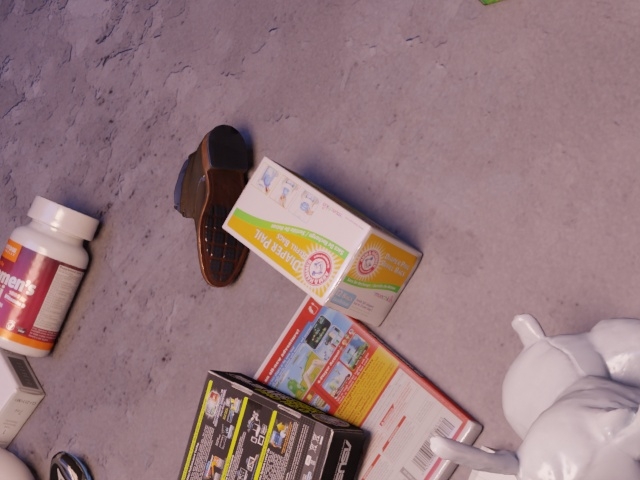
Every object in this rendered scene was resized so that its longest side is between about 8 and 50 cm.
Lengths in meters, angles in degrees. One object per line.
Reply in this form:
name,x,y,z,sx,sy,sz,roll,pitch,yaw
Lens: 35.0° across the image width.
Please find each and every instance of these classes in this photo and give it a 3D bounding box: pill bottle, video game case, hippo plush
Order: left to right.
pill bottle,-0.418,0.052,1.503,0.121,0.121,0.221,20,86,42
video game case,0.026,0.209,1.151,0.285,0.025,0.204,39,99,41
hippo plush,0.248,0.186,0.867,0.294,0.236,0.234,-17,103,2

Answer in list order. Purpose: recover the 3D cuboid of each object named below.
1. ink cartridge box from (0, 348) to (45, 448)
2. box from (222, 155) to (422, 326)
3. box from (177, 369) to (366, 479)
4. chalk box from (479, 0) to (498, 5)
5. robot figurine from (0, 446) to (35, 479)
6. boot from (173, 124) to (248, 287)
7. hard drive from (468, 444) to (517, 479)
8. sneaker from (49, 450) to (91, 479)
ink cartridge box,-0.565,0.238,1.591,0.239,0.060,0.275,-53,50,11
box,0.000,0.000,1.194,0.203,0.114,0.103,36,97,40
box,-0.077,0.306,1.146,0.216,0.060,0.270,16,90,44
chalk box,0.209,-0.366,1.159,0.213,0.132,0.132,-10,67,37
robot figurine,-0.514,0.407,1.406,0.278,0.173,0.209,-52,49,11
boot,-0.147,-0.037,1.371,0.106,0.082,0.219,-21,63,56
hard drive,0.181,0.376,0.952,0.203,0.040,0.307,20,85,42
sneaker,-0.356,0.376,1.355,0.067,0.078,0.188,-6,69,37
